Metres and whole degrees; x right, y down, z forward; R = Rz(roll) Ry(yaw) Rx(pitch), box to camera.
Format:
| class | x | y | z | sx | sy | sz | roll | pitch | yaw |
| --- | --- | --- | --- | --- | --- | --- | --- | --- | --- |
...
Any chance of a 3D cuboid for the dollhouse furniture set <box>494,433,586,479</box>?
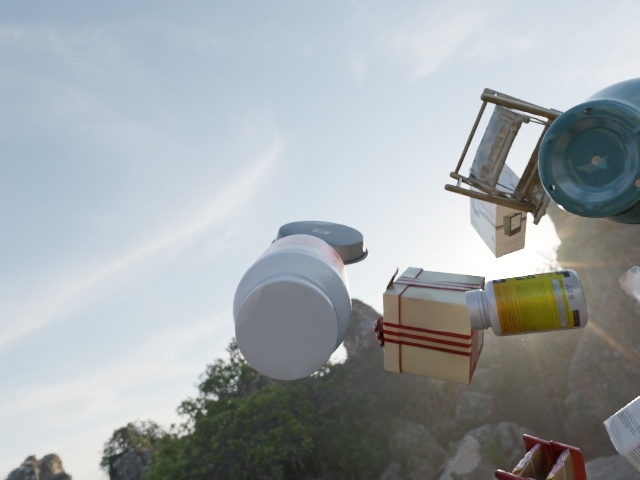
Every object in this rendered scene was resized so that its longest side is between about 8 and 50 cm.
| class | x | y | z | sx | sy | sz | roll | pitch | yaw |
| --- | --- | --- | --- | --- | --- | --- | --- | --- | --- |
| dollhouse furniture set | 0.581 | 0.731 | 1.190 | 0.152 | 0.375 | 0.201 | -6 | 4 | 45 |

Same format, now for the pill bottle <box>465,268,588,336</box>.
| class | x | y | z | sx | sy | sz | roll | pitch | yaw |
| --- | --- | --- | --- | --- | --- | --- | --- | --- | --- |
| pill bottle | 0.411 | 0.130 | 0.947 | 0.214 | 0.118 | 0.117 | -11 | -17 | 20 |

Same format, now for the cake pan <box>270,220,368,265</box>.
| class | x | y | z | sx | sy | sz | roll | pitch | yaw |
| --- | --- | --- | --- | --- | --- | --- | --- | --- | --- |
| cake pan | 0.000 | 0.000 | 1.384 | 0.292 | 0.054 | 0.293 | 5 | 18 | -1 |

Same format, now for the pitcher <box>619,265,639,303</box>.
| class | x | y | z | sx | sy | sz | roll | pitch | yaw |
| --- | --- | --- | --- | --- | --- | --- | --- | --- | --- |
| pitcher | 0.996 | 0.184 | 1.346 | 0.125 | 0.207 | 0.177 | -47 | -60 | 6 |

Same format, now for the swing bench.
| class | x | y | z | sx | sy | sz | roll | pitch | yaw |
| --- | --- | --- | --- | --- | --- | --- | --- | --- | --- |
| swing bench | 0.480 | -0.214 | 1.167 | 0.165 | 0.254 | 0.254 | -46 | -24 | -60 |

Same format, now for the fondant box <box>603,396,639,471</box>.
| class | x | y | z | sx | sy | sz | roll | pitch | yaw |
| --- | --- | --- | --- | --- | --- | --- | --- | --- | --- |
| fondant box | 0.718 | 0.322 | 0.797 | 0.330 | 0.238 | 0.096 | -49 | -2 | 21 |

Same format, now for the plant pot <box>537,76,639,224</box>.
| class | x | y | z | sx | sy | sz | roll | pitch | yaw |
| --- | --- | --- | --- | --- | --- | --- | --- | --- | --- |
| plant pot | 0.518 | -0.147 | 0.788 | 0.255 | 0.272 | 0.272 | -12 | -22 | -32 |

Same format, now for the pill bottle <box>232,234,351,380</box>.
| class | x | y | z | sx | sy | sz | roll | pitch | yaw |
| --- | --- | --- | --- | --- | --- | --- | --- | --- | --- |
| pill bottle | -0.052 | 0.121 | 0.963 | 0.228 | 0.229 | 0.408 | -21 | 7 | 4 |

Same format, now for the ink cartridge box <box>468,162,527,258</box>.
| class | x | y | z | sx | sy | sz | roll | pitch | yaw |
| --- | --- | --- | --- | --- | --- | --- | --- | --- | --- |
| ink cartridge box | 0.593 | -0.108 | 1.569 | 0.114 | 0.199 | 0.273 | -20 | -46 | 1 |

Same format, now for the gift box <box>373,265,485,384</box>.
| class | x | y | z | sx | sy | sz | roll | pitch | yaw |
| --- | --- | --- | --- | --- | --- | --- | --- | --- | --- |
| gift box | 0.299 | 0.196 | 1.269 | 0.257 | 0.277 | 0.255 | 3 | 12 | 27 |
